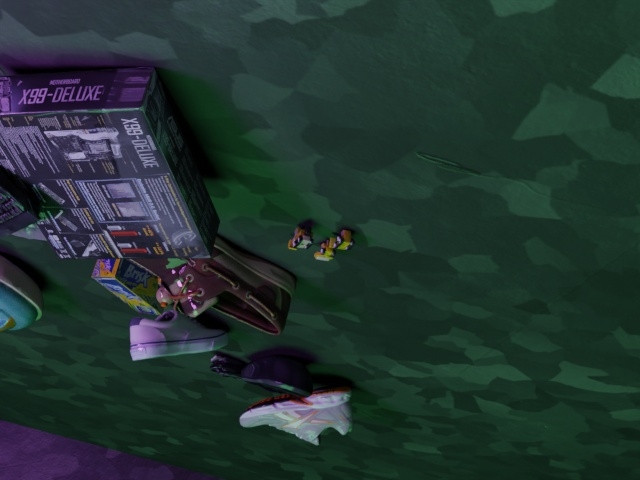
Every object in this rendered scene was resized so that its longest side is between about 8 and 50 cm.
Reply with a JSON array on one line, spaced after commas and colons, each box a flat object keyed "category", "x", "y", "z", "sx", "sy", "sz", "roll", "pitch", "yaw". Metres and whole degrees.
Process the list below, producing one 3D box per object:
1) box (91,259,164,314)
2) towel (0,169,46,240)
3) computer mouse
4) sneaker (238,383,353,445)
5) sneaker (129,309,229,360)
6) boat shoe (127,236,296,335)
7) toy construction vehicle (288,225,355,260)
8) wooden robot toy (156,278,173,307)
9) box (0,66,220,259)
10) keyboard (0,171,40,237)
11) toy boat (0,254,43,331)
[{"category": "box", "x": -0.350, "y": 0.079, "z": 1.915, "sx": 0.054, "sy": 0.059, "sz": 0.169, "roll": 1, "pitch": 153, "yaw": 27}, {"category": "towel", "x": -0.499, "y": -0.096, "z": 1.570, "sx": 0.312, "sy": 0.056, "sz": 0.324, "roll": 6, "pitch": 147, "yaw": 18}, {"category": "computer mouse", "x": -0.106, "y": 0.285, "z": 2.238, "sx": 0.189, "sy": 0.072, "sz": 0.272, "roll": 24, "pitch": 166, "yaw": -28}, {"category": "sneaker", "x": -0.052, "y": 0.402, "z": 2.288, "sx": 0.263, "sy": 0.121, "sz": 0.099, "roll": -12, "pitch": -179, "yaw": 12}, {"category": "sneaker", "x": -0.274, "y": 0.181, "z": 2.046, "sx": 0.094, "sy": 0.091, "sz": 0.258, "roll": -11, "pitch": 173, "yaw": 31}, {"category": "boat shoe", "x": -0.198, "y": 0.069, "z": 1.724, "sx": 0.342, "sy": 0.123, "sz": 0.123, "roll": 25, "pitch": 148, "yaw": -27}, {"category": "toy construction vehicle", "x": 0.000, "y": 0.000, "z": 1.603, "sx": 0.086, "sy": 0.035, "sz": 0.098, "roll": 8, "pitch": 160, "yaw": -15}, {"category": "wooden robot toy", "x": -0.267, "y": 0.080, "z": 1.852, "sx": 0.076, "sy": 0.079, "sz": 0.173, "roll": 4, "pitch": 155, "yaw": 21}, {"category": "box", "x": -0.295, "y": -0.093, "z": 1.395, "sx": 0.243, "sy": 0.076, "sz": 0.307, "roll": -1, "pitch": 141, "yaw": 15}, {"category": "keyboard", "x": -0.518, "y": -0.078, "z": 1.479, "sx": 0.201, "sy": 0.033, "sz": 0.317, "roll": 47, "pitch": 153, "yaw": -17}, {"category": "toy boat", "x": -0.722, "y": 0.117, "z": 2.084, "sx": 0.318, "sy": 0.148, "sz": 0.267, "roll": 4, "pitch": 154, "yaw": 20}]
